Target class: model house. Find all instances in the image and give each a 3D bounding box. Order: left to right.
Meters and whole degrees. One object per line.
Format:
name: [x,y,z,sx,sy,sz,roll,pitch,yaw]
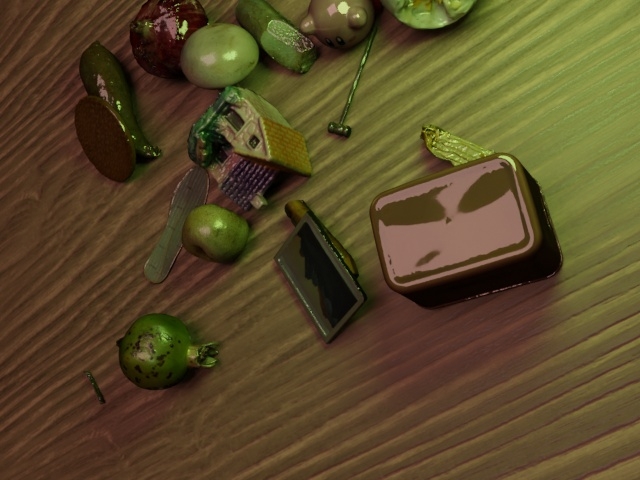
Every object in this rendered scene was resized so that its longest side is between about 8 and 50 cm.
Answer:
model house: [-0.175,-0.215,1.772,0.237,0.202,0.237,-47,63,11]

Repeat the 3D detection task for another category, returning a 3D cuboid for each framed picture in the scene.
framed picture: [-0.005,0.086,1.686,0.265,0.018,0.192,57,133,24]

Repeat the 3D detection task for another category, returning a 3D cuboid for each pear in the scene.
pear: [-0.271,-0.019,1.812,0.167,0.167,0.136,14,70,28]

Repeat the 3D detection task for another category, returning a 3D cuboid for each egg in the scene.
egg: [0.236,-0.667,1.613,0.278,0.278,0.336,-17,68,23]

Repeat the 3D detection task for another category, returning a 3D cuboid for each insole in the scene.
insole: [-0.395,-0.043,1.958,0.119,0.009,0.348,27,93,27]

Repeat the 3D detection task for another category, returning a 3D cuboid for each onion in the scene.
onion: [-0.430,-0.573,1.962,0.252,0.219,0.252,-3,85,35]

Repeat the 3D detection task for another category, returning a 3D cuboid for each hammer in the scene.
hammer: [0.092,-0.400,1.777,0.058,0.029,0.292,18,87,27]

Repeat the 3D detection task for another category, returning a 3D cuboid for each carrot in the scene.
carrot: [0.000,0.000,1.723,0.070,0.070,0.260,-45,62,12]

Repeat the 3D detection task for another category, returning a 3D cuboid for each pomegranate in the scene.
pomegranate: [-0.388,0.275,1.809,0.246,0.198,0.198,-18,69,-15]

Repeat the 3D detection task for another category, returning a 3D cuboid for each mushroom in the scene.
mushroom: [-0.255,-0.453,1.870,0.207,0.215,0.207,-9,42,8]

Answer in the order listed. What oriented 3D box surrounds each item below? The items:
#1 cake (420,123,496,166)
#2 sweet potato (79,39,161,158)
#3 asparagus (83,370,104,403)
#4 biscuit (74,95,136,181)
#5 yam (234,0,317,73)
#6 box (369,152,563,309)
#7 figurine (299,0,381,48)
cake: [0.303,-0.202,1.626,0.185,0.116,0.079,19,94,-3]
sweet potato: [-0.596,-0.397,2.070,0.131,0.130,0.422,-32,76,18]
asparagus: [-0.632,0.408,1.986,0.114,0.015,0.014,53,139,27]
biscuit: [-0.609,-0.289,2.023,0.262,0.037,0.262,25,133,30]
yam: [-0.121,-0.545,1.870,0.106,0.106,0.259,-48,62,11]
box: [0.297,-0.015,1.477,0.340,0.229,0.239,-18,72,21]
figurine: [0.050,-0.553,1.745,0.173,0.173,0.173,-5,78,26]
